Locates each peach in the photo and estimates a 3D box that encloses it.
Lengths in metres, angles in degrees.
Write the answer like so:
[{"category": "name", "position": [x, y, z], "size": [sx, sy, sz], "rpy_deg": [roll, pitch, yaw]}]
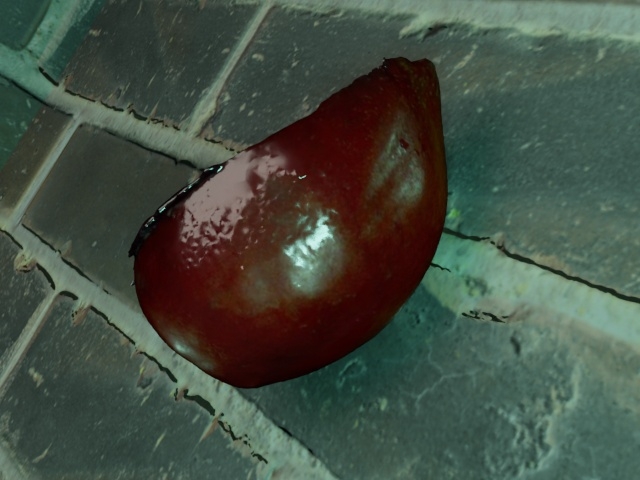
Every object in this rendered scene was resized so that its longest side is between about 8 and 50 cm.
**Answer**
[{"category": "peach", "position": [0.000, 0.000, 1.061], "size": [0.361, 0.201, 0.258], "rpy_deg": [-38, -5, 5]}]
